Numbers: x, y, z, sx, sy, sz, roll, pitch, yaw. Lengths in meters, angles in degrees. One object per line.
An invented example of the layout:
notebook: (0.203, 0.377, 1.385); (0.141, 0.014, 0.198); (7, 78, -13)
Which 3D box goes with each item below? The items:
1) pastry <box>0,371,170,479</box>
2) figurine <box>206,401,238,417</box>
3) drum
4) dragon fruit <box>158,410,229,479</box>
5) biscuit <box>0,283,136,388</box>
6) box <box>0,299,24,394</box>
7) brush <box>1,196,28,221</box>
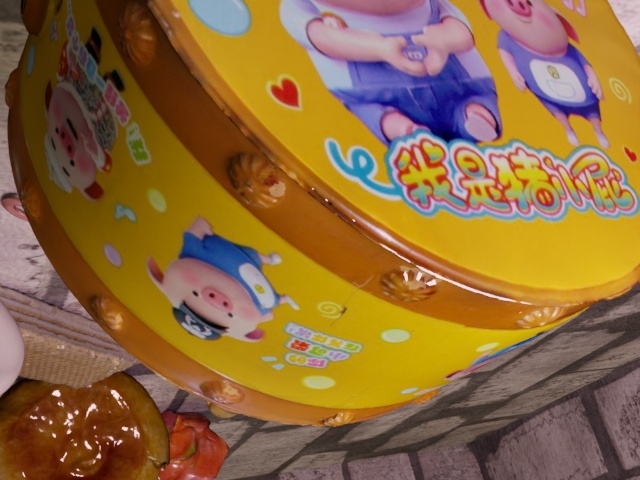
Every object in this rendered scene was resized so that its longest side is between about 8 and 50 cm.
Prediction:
pastry: (-0.447, 0.389, 1.434); (0.355, 0.356, 0.163); (5, 159, -36)
figurine: (-0.218, 0.305, 1.633); (0.114, 0.108, 0.196); (-38, 145, 4)
drum: (0.021, -0.099, 0.533); (0.430, 0.432, 0.214); (5, 149, -35)
dragon fruit: (-0.375, 0.543, 1.880); (0.189, 0.291, 0.290); (40, 130, -18)
biscuit: (-0.455, 0.148, 1.199); (0.143, 0.079, 0.426); (-22, 155, 14)
box: (-0.555, 0.111, 0.912); (0.348, 0.141, 0.289); (-16, 126, 5)
brush: (-0.265, -0.016, 0.923); (0.233, 0.047, 0.103); (16, 158, 3)
